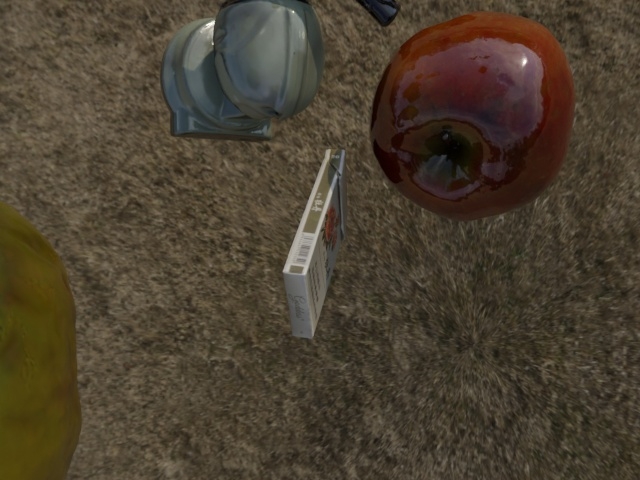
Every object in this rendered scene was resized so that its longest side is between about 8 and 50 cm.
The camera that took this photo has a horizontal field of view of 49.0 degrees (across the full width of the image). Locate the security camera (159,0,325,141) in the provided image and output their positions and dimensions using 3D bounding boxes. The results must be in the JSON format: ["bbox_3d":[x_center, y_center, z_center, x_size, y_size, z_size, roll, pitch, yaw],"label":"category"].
[{"bbox_3d":[-0.103,-0.254,1.015,0.197,0.277,0.191,0,89,-31],"label":"security camera"}]

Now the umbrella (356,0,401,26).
[{"bbox_3d":[0.002,-0.364,0.878,0.250,0.052,0.053,43,113,-15],"label":"umbrella"}]

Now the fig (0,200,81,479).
[{"bbox_3d":[-0.356,0.111,0.503,0.343,0.343,0.343,-2,81,12],"label":"fig"}]

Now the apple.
[{"bbox_3d":[0.170,-0.140,0.776,0.230,0.230,0.230,-2,81,12],"label":"apple"}]

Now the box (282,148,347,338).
[{"bbox_3d":[0.000,0.000,0.789,0.029,0.109,0.198,8,47,12],"label":"box"}]
